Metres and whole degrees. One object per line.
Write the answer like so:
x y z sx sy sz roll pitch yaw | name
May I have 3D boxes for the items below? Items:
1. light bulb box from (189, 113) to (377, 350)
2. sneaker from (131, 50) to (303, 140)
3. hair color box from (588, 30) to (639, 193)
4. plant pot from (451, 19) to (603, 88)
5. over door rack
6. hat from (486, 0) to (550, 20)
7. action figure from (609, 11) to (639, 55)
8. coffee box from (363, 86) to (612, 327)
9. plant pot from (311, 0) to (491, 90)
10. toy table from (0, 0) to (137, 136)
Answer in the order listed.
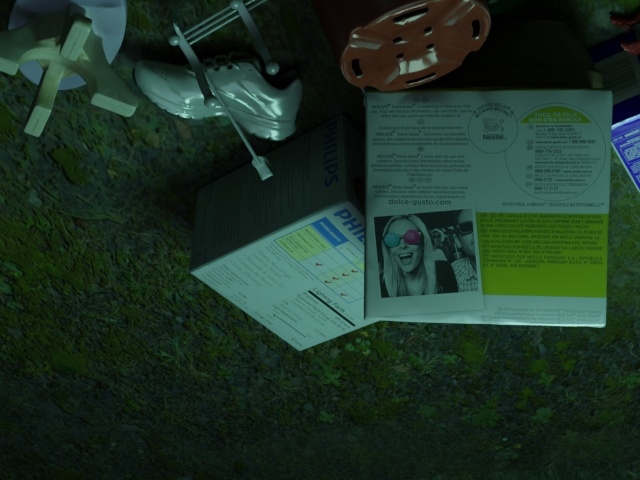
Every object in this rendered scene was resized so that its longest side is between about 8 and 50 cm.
0.000 0.000 1.753 0.361 0.225 0.358 -24 136 26 | light bulb box
-0.168 -0.268 1.521 0.297 0.111 0.129 9 127 -20 | sneaker
0.575 -0.178 1.561 0.110 0.185 0.339 -22 138 24 | hair color box
0.328 -0.290 1.432 0.237 0.110 0.237 0 -174 0 | plant pot
-0.061 -0.258 1.425 0.239 0.108 0.324 -28 126 8 | over door rack
0.240 -0.357 1.274 0.173 0.183 0.208 26 130 8 | hat
0.537 -0.405 1.335 0.139 0.091 0.280 15 141 -34 | action figure
0.254 -0.063 1.384 0.338 0.334 0.337 1 -174 10 | coffee box
0.088 -0.360 1.182 0.272 0.265 0.272 -13 159 -5 | plant pot
-0.406 -0.295 1.413 0.252 0.161 0.274 11 140 -15 | toy table
